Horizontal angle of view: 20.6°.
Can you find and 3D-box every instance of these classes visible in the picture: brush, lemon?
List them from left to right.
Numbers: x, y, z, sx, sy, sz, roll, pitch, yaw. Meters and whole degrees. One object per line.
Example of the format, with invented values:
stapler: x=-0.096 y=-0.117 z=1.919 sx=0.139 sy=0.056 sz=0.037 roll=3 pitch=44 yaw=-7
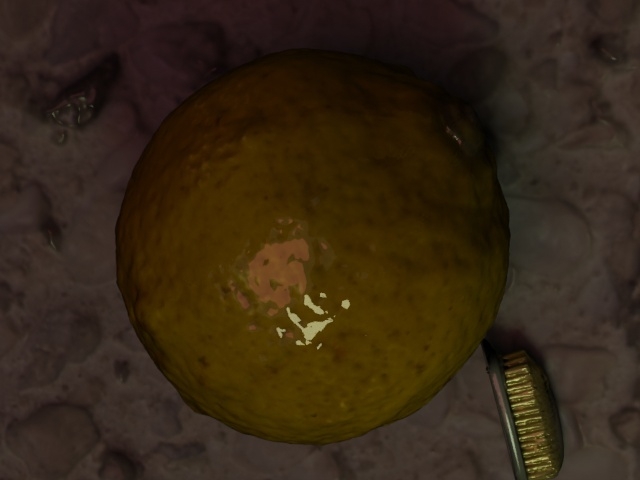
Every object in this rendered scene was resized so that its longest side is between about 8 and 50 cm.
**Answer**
lemon: x=0.000 y=0.000 z=1.572 sx=0.387 sy=0.350 sz=0.350 roll=-31 pitch=89 yaw=31
brush: x=0.212 y=0.230 z=1.698 sx=0.060 sy=0.068 sz=0.297 roll=-13 pitch=102 yaw=2
